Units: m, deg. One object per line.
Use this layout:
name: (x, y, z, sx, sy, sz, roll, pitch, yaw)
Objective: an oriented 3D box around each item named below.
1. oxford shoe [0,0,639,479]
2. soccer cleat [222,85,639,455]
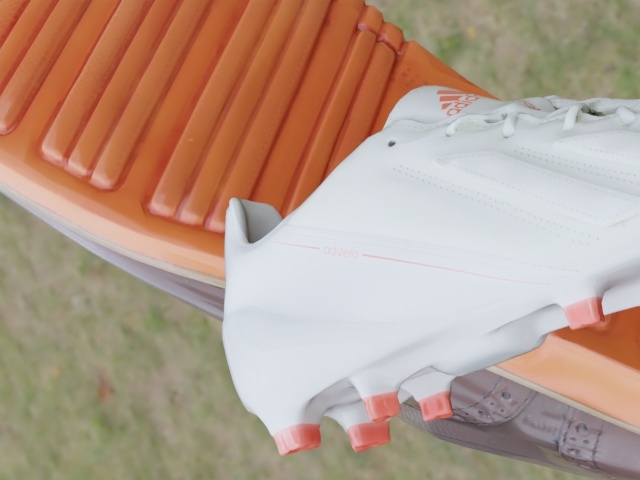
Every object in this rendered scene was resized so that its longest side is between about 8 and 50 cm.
oxford shoe: (0.000, 0.000, 0.607, 0.364, 0.130, 0.132, 25, 148, 6)
soccer cleat: (0.052, -0.010, 0.423, 0.196, 0.068, 0.076, -24, 72, 31)
